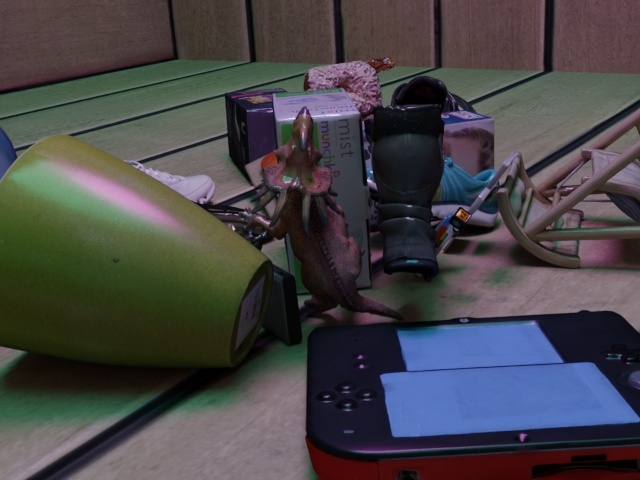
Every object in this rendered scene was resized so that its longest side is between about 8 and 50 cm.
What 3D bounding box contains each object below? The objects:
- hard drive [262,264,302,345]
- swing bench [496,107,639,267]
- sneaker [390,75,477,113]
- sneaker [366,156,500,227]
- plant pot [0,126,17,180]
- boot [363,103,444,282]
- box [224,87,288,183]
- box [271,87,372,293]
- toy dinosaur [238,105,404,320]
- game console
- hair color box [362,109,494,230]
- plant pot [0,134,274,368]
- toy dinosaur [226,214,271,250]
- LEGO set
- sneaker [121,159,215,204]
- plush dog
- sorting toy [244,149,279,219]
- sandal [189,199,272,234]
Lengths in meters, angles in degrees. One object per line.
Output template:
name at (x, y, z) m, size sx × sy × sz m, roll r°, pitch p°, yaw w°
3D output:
hard drive at (-0.071, 0.071, 1.147) m, size 0.022 × 0.094 × 0.135 m, roll -18°, pitch 23°, yaw -27°
swing bench at (0.429, -0.079, 1.376) m, size 0.255 × 0.165 × 0.253 m, roll -21°, pitch 12°, yaw 25°
sneaker at (0.256, -0.264, 1.905) m, size 0.185 × 0.202 × 0.483 m, roll 3°, pitch 20°, yaw 16°
sneaker at (0.182, -0.093, 1.470) m, size 0.275 × 0.110 × 0.107 m, roll 8°, pitch 6°, yaw -25°
plant pot at (-0.533, -0.029, 1.215) m, size 0.272 × 0.271 × 0.255 m, roll -13°, pitch 36°, yaw -25°
boot at (0.113, -0.059, 1.194) m, size 0.118 × 0.222 × 0.338 m, roll -1°, pitch 2°, yaw 10°
box at (-0.119, -0.241, 1.962) m, size 0.143 × 0.165 × 0.270 m, roll -7°, pitch 20°, yaw -14°
box at (0.001, -0.082, 1.330) m, size 0.127 × 0.262 × 0.231 m, roll -5°, pitch 20°, yaw -2°
toy dinosaur at (0.000, 0.000, 1.104) m, size 0.127 × 0.295 × 0.200 m, roll -32°, pitch 0°, yaw -11°
game console at (0.178, 0.151, 0.928) m, size 0.387 × 0.060 × 0.342 m, roll -3°, pitch 19°, yaw 0°
hair color box at (0.136, -0.122, 1.555) m, size 0.347 × 0.173 × 0.105 m, roll -11°, pitch 20°, yaw -19°
plant pot at (-0.216, 0.041, 1.062) m, size 0.294 × 0.274 × 0.275 m, roll 17°, pitch 23°, yaw 12°
toy dinosaur at (-0.120, 0.022, 1.311) m, size 0.064 × 0.118 × 0.268 m, roll 36°, pitch 19°, yaw -12°
LEGO set at (0.205, -0.042, 1.315) m, size 0.060 × 0.182 × 0.244 m, roll 37°, pitch 30°, yaw 7°
sneaker at (-0.332, -0.097, 1.658) m, size 0.292 × 0.118 × 0.110 m, roll -14°, pitch 20°, yaw -33°
plush dog at (0.079, -0.283, 1.964) m, size 0.211 × 0.225 × 0.262 m, roll -11°, pitch 6°, yaw 3°
sorting toy at (0.013, -0.164, 1.684) m, size 0.307 × 0.041 × 0.229 m, roll -26°, pitch 36°, yaw -3°
sandal at (-0.229, -0.023, 1.488) m, size 0.303 × 0.086 × 0.120 m, roll 9°, pitch 12°, yaw -8°
